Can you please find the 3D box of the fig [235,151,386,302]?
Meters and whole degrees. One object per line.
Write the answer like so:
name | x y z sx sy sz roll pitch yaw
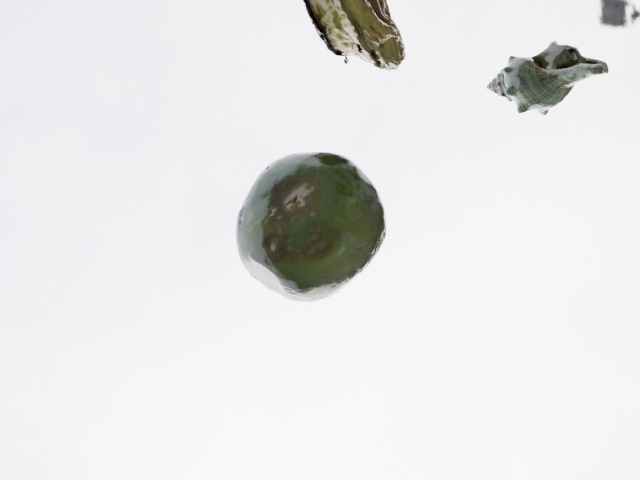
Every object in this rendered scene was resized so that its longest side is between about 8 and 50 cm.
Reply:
fig | 0.000 0.000 1.252 0.206 0.206 0.275 -68 -22 -14

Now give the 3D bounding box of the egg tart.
egg tart | 0.042 -0.349 1.321 0.241 0.106 0.241 54 -160 -31

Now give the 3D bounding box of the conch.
conch | 0.412 -0.295 1.633 0.114 0.234 0.137 57 -144 -43
